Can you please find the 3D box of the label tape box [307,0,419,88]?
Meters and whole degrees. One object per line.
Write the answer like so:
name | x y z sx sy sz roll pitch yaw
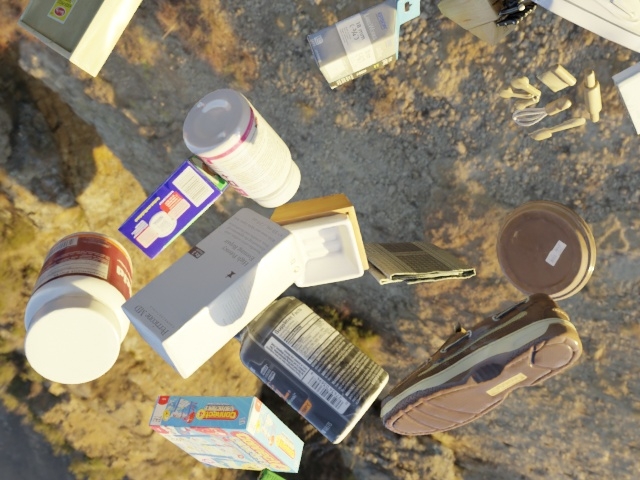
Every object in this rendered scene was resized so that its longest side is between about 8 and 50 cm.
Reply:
label tape box | 0.148 -0.576 1.696 0.240 0.333 0.106 -9 -103 -81

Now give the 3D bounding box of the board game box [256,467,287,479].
board game box | -0.073 0.443 0.744 0.136 0.260 0.030 31 147 -3

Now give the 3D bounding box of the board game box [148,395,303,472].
board game box | -0.246 0.523 1.585 0.301 0.086 0.308 -6 139 25

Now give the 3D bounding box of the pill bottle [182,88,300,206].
pill bottle | -0.165 -0.194 1.322 0.160 0.161 0.283 12 163 30

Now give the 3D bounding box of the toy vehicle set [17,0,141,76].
toy vehicle set | -0.311 -0.325 0.774 0.035 0.166 0.266 30 -176 -46

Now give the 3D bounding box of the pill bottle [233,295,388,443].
pill bottle | -0.030 0.172 0.878 0.245 0.130 0.130 39 154 12

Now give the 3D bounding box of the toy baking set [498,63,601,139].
toy baking set | 0.492 -0.293 1.249 0.196 0.030 0.256 7 160 36

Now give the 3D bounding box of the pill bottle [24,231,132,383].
pill bottle | -0.568 0.148 1.403 0.224 0.224 0.392 46 -175 -27

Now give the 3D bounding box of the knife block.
knife block | 0.407 -0.611 1.434 0.276 0.088 0.242 47 172 28

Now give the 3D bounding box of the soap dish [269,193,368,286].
soap dish | 0.000 0.000 1.643 0.228 0.118 0.291 -11 141 6

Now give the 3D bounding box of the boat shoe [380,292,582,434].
boat shoe | 0.183 0.149 0.714 0.257 0.095 0.095 -32 125 22

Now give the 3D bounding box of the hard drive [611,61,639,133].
hard drive | 0.869 -0.394 1.377 0.307 0.040 0.203 -29 136 25

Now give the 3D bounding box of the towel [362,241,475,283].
towel | 0.293 0.073 1.926 0.311 0.056 0.324 -2 -163 -19

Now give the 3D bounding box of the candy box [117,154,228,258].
candy box | -0.340 -0.127 1.520 0.268 0.317 0.122 -39 105 20

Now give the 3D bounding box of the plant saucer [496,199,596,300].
plant saucer | 0.597 0.030 1.592 0.277 0.041 0.278 11 105 44

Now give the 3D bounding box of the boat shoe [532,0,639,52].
boat shoe | 0.464 -0.366 0.929 0.257 0.095 0.084 17 120 -14

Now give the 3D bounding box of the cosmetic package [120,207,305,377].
cosmetic package | -0.145 0.065 0.823 0.117 0.231 0.086 26 147 39
